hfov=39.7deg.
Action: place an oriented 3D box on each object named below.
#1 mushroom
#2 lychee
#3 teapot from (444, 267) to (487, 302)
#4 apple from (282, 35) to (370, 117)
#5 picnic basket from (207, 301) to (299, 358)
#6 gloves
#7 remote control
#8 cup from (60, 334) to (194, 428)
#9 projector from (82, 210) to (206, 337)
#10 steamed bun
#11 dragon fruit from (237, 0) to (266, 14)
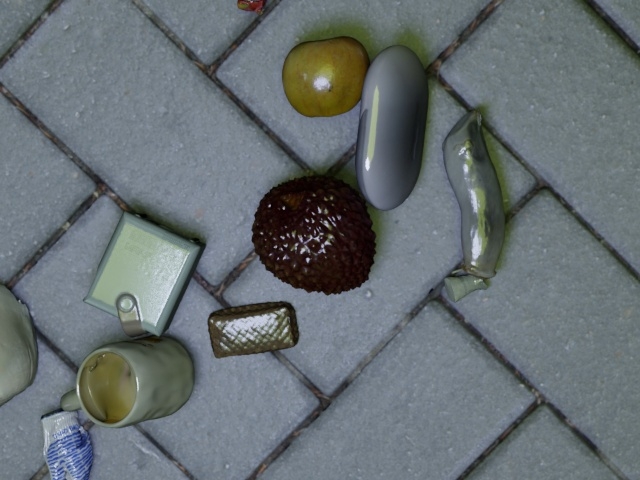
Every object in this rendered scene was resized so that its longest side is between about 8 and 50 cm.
[{"bbox_3d":[0.324,-0.093,1.840,0.109,0.097,0.352,-10,91,-16],"label":"mushroom"},{"bbox_3d":[0.000,0.000,1.798,0.271,0.271,0.272,0,95,0],"label":"lychee"},{"bbox_3d":[0.310,0.090,1.888,0.083,0.057,0.067,-17,98,-6],"label":"teapot"},{"bbox_3d":[0.012,-0.329,1.791,0.182,0.182,0.155,-8,101,1],"label":"apple"},{"bbox_3d":[-0.145,0.194,1.897,0.193,0.055,0.110,-9,95,-1],"label":"picnic basket"},{"bbox_3d":[-0.541,0.468,1.895,0.097,0.119,0.229,-1,99,32],"label":"gloves"},{"bbox_3d":[0.146,-0.225,1.785,0.103,0.221,0.332,8,95,33],"label":"remote control"},{"bbox_3d":[-0.397,0.314,1.827,0.255,0.202,0.173,-47,71,20],"label":"cup"},{"bbox_3d":[-0.365,0.077,1.832,0.177,0.163,0.243,24,93,-1],"label":"projector"},{"bbox_3d":[-0.725,0.222,1.823,0.272,0.273,0.290,-26,99,-13],"label":"steamed bun"},{"bbox_3d":[-0.136,-0.501,1.828,0.056,0.060,0.083,16,65,0],"label":"dragon fruit"}]
